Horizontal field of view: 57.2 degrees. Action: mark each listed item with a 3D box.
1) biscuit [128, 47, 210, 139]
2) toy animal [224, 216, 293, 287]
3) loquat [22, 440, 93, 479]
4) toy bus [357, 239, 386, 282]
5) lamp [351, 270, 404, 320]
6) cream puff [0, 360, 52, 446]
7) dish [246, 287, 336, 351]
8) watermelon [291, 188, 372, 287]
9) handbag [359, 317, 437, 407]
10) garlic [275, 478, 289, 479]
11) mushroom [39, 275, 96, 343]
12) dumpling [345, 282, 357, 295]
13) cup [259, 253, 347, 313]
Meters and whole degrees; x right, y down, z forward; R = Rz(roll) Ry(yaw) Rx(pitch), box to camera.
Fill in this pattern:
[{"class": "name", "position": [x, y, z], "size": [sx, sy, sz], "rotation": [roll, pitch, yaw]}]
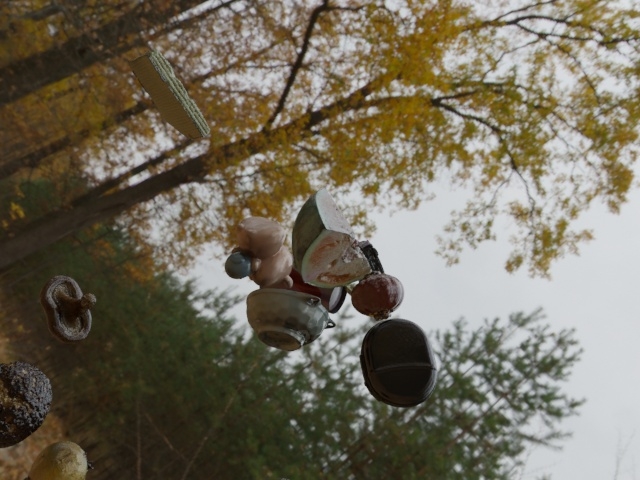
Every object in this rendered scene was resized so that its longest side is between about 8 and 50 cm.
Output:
[{"class": "biscuit", "position": [-0.397, -0.382, 1.557], "size": [0.150, 0.052, 0.252], "rotation": [4, -48, 55]}, {"class": "toy animal", "position": [-0.198, 0.032, 1.977], "size": [0.229, 0.221, 0.210], "rotation": [13, 10, -46]}, {"class": "loquat", "position": [-0.809, 0.706, 1.795], "size": [0.172, 0.204, 0.149], "rotation": [27, -49, 48]}, {"class": "toy bus", "position": [0.163, 0.095, 2.063], "size": [0.199, 0.096, 0.108], "rotation": [65, -11, -25]}, {"class": "lamp", "position": [0.105, 0.102, 1.081], "size": [0.101, 0.101, 0.090], "rotation": [108, -30, -64]}, {"class": "cream puff", "position": [-0.855, 0.434, 1.583], "size": [0.239, 0.239, 0.165], "rotation": [38, -28, 38]}, {"class": "dish", "position": [-0.112, 0.266, 1.857], "size": [0.303, 0.120, 0.303], "rotation": [11, -32, 7]}, {"class": "watermelon", "position": [-0.005, 0.004, 1.496], "size": [0.188, 0.175, 0.322], "rotation": [57, -3, 35]}, {"class": "handbag", "position": [0.262, 0.409, 1.983], "size": [0.093, 0.254, 0.308], "rotation": [90, -9, -63]}, {"class": "garlic", "position": [-0.125, 0.766, 1.530], "size": [0.322, 0.241, 0.322], "rotation": [5, -43, 5]}, {"class": "mushroom", "position": [-0.770, 0.220, 1.850], "size": [0.218, 0.148, 0.227], "rotation": [-7, -71, 39]}, {"class": "dumpling", "position": [0.104, 0.161, 1.911], "size": [0.059, 0.043, 0.077], "rotation": [31, 30, -62]}, {"class": "cup", "position": [-0.056, 0.162, 2.169], "size": [0.288, 0.203, 0.203], "rotation": [18, -38, 27]}]
